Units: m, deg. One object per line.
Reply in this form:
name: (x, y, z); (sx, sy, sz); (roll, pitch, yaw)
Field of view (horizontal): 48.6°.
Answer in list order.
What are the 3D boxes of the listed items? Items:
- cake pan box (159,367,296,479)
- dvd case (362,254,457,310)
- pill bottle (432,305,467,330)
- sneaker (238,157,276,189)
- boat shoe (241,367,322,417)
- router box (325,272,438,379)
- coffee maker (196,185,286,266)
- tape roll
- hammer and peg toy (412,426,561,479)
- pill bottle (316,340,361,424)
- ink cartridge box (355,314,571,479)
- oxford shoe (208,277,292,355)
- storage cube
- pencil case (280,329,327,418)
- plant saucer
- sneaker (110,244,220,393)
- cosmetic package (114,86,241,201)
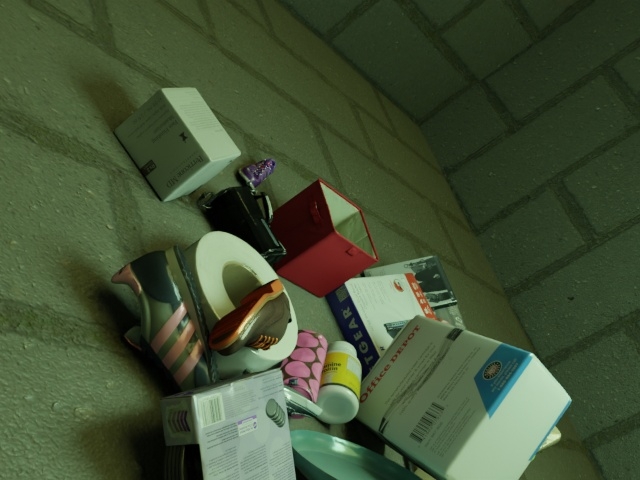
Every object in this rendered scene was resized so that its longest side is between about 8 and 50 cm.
cake pan box: (-0.131, 0.338, 1.086); (0.267, 0.070, 0.246); (-1, 80, -64)
dvd case: (0.262, 0.139, 2.106); (0.030, 0.238, 0.179); (87, -11, -52)
pill bottle: (0.336, 0.230, 2.164); (0.176, 0.176, 0.319); (35, 29, -41)
sneaker: (-0.162, -0.186, 1.872); (0.068, 0.071, 0.170); (52, 23, -9)
boat shoe: (-0.085, 0.305, 1.301); (0.183, 0.083, 0.065); (32, -8, -28)
router box: (0.203, 0.256, 1.878); (0.301, 0.082, 0.335); (-3, 59, -46)
coffee maker: (-0.177, -0.019, 1.578); (0.171, 0.120, 0.178); (-15, 69, -42)
tape roll: (-0.171, 0.126, 1.372); (0.286, 0.100, 0.286); (44, 24, -26)
hammer and peg toy: (0.346, 0.443, 1.691); (0.127, 0.361, 0.266); (82, -19, -44)
pill bottle: (0.037, 0.303, 1.543); (0.103, 0.103, 0.184); (48, 23, -18)
ink cartridge box: (0.272, 0.344, 1.498); (0.166, 0.285, 0.395); (45, -14, -23)
oxford shoe: (-0.105, 0.147, 1.225); (0.098, 0.097, 0.271); (60, 22, -5)
storage cube: (0.000, 0.000, 1.779); (0.215, 0.193, 0.184); (34, 30, -45)
pencil case: (-0.044, 0.266, 1.458); (0.098, 0.095, 0.209); (15, 25, 1)
plant saucer: (0.077, 0.438, 1.310); (0.317, 0.044, 0.317); (22, -2, 1)
sneaker: (-0.247, 0.175, 1.170); (0.112, 0.131, 0.319); (173, -98, -83)
cosmetic package: (-0.300, -0.207, 1.509); (0.184, 0.151, 0.151); (54, 22, 1)
